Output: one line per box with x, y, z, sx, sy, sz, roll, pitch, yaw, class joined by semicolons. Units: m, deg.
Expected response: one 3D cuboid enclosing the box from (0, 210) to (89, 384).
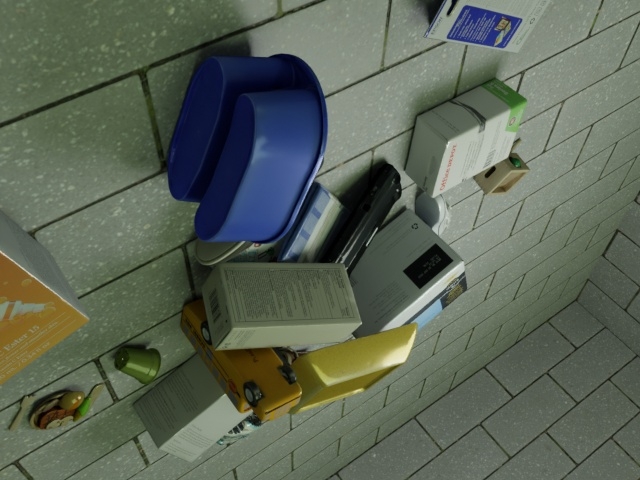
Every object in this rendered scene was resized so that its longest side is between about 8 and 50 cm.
-0.533;0.059;0.981;0.215;0.168;0.345;-37;150;-8;box

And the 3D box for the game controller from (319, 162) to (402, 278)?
0.103;-0.034;1.667;0.319;0.067;0.166;-57;166;-9;game controller

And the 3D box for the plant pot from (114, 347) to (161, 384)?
-0.413;0.272;1.517;0.083;0.083;0.079;-48;139;11;plant pot

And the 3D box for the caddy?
-0.114;-0.149;1.141;0.179;0.241;0.341;-4;135;-39;caddy

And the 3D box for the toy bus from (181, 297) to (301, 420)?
-0.181;0.259;1.505;0.108;0.332;0.130;-19;143;-35;toy bus

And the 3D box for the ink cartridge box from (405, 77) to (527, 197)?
0.357;-0.254;1.691;0.273;0.114;0.198;-28;148;-24;ink cartridge box

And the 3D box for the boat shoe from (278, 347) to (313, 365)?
-0.100;0.375;1.985;0.325;0.123;0.116;-10;136;-46;boat shoe

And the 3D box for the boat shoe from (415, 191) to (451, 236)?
0.325;-0.082;1.925;0.084;0.095;0.258;-39;162;-14;boat shoe

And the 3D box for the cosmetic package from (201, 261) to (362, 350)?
-0.083;0.138;1.470;0.310;0.160;0.113;3;146;-31;cosmetic package

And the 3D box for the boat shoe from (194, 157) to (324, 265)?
-0.114;-0.069;1.375;0.335;0.112;0.095;-49;146;6;boat shoe

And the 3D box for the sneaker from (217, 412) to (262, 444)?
-0.285;0.562;2.022;0.122;0.110;0.283;-44;151;11;sneaker

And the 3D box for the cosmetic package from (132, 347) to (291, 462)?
-0.263;0.386;1.756;0.366;0.155;0.197;-39;148;-7;cosmetic package

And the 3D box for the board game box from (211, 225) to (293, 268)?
-0.130;0.038;1.556;0.193;0.053;0.305;-41;151;-4;board game box

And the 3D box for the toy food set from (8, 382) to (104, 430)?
-0.571;0.378;1.495;0.192;0.038;0.132;2;129;-51;toy food set

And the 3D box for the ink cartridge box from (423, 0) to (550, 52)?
0.349;-0.493;1.413;0.371;0.069;0.175;-11;140;-46;ink cartridge box

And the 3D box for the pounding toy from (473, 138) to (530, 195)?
0.540;-0.216;2.003;0.130;0.100;0.141;-7;147;-45;pounding toy

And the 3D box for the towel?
0.000;0.000;1.612;0.209;0.034;0.285;-63;153;-7;towel

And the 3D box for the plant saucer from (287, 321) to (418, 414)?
0.053;0.333;1.690;0.333;0.080;0.333;-10;156;-29;plant saucer

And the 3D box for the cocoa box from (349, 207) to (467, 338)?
0.205;0.131;1.902;0.347;0.231;0.228;-40;153;-4;cocoa box
